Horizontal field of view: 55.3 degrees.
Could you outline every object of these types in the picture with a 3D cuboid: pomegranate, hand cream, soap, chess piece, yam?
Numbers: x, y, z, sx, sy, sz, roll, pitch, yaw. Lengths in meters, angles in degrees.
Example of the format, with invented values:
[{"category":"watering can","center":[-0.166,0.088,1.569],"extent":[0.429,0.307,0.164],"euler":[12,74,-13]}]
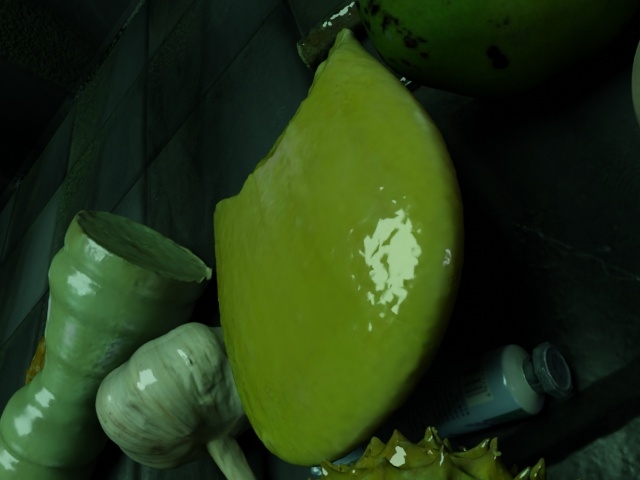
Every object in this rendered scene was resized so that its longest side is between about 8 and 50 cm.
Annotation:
[{"category":"pomegranate","center":[0.156,-0.245,0.549],"extent":[0.255,0.270,0.254],"euler":[-2,85,21]},{"category":"hand cream","center":[0.087,0.141,0.524],"extent":[0.256,0.055,0.088],"euler":[-30,26,38]},{"category":"soap","center":[-0.012,-0.015,0.561],"extent":[0.306,0.115,0.427],"euler":[-53,33,25]},{"category":"chess piece","center":[-0.361,0.194,0.938],"extent":[0.441,0.234,0.234],"euler":[-62,34,6]},{"category":"yam","center":[0.071,-0.340,0.872],"extent":[0.274,0.061,0.061],"euler":[-30,46,36]}]

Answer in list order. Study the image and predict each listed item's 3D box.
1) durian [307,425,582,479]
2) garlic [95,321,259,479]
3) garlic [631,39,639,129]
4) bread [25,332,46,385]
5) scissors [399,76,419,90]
[{"category":"durian","center":[0.061,0.203,0.407],"extent":[0.305,0.196,0.185],"euler":[-39,34,33]},{"category":"garlic","center":[-0.125,0.216,0.673],"extent":[0.199,0.199,0.225],"euler":[-44,65,25]},{"category":"garlic","center":[0.318,-0.147,0.398],"extent":[0.266,0.148,0.128],"euler":[-49,0,25]},{"category":"bread","center":[-0.479,0.243,1.144],"extent":[0.235,0.099,0.210],"euler":[-53,35,13]},{"category":"scissors","center":[0.104,-0.193,0.764],"extent":[0.220,0.017,0.088],"euler":[-35,42,33]}]
